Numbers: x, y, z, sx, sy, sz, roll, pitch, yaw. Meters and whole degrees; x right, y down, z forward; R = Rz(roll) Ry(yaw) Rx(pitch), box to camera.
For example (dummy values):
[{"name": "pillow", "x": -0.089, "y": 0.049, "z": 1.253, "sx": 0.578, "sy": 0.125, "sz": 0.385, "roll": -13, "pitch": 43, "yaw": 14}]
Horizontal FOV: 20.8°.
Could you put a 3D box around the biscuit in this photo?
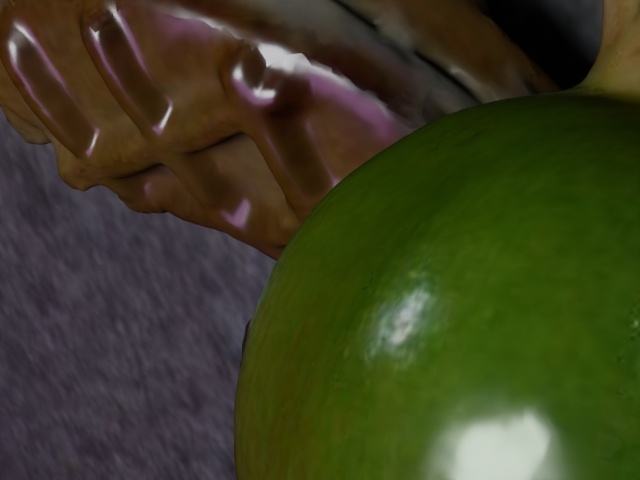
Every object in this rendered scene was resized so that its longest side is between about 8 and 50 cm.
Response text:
[{"name": "biscuit", "x": 0.017, "y": 0.006, "z": 0.774, "sx": 0.268, "sy": 0.115, "sz": 0.366, "roll": -4, "pitch": 133, "yaw": 44}]

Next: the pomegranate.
[{"name": "pomegranate", "x": 0.141, "y": 0.040, "z": 0.571, "sx": 0.216, "sy": 0.309, "sz": 0.359, "roll": -142, "pitch": 59, "yaw": -70}]
